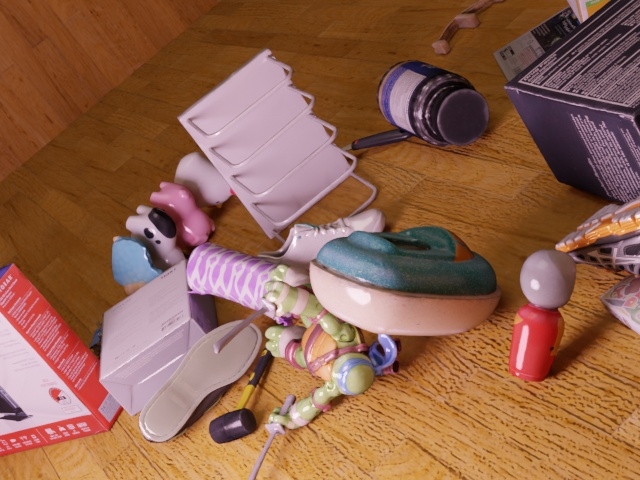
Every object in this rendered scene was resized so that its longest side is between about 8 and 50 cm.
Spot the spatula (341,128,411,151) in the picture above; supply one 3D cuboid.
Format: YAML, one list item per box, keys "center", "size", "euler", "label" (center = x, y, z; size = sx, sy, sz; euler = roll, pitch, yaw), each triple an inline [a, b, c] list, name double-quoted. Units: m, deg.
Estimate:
- center: [0.046, -0.159, 2.161]
  size: [0.296, 0.030, 0.084]
  euler: [-17, 32, 37]
  label: "spatula"

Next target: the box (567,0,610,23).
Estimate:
- center: [0.467, -0.437, 1.973]
  size: [0.114, 0.103, 0.203]
  euler: [-15, 28, 9]
  label: "box"

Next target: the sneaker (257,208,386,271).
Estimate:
- center: [0.000, 0.000, 1.856]
  size: [0.212, 0.094, 0.080]
  euler: [-33, 23, 9]
  label: "sneaker"

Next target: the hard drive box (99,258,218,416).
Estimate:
- center: [-0.263, 0.153, 1.942]
  size: [0.181, 0.089, 0.232]
  euler: [-33, 24, 7]
  label: "hard drive box"

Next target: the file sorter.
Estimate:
- center: [-0.064, -0.143, 1.980]
  size: [0.193, 0.278, 0.173]
  euler: [-39, 26, -6]
  label: "file sorter"

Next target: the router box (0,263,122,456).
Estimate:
- center: [-0.528, 0.208, 1.940]
  size: [0.335, 0.301, 0.082]
  euler: [-18, 29, 37]
  label: "router box"

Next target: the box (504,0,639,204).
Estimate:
- center: [0.447, -0.196, 1.493]
  size: [0.296, 0.183, 0.294]
  euler: [-38, 25, -8]
  label: "box"

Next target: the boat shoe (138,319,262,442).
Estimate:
- center: [-0.177, 0.206, 1.741]
  size: [0.228, 0.081, 0.069]
  euler: [-43, -8, -19]
  label: "boat shoe"

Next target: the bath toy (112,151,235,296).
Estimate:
- center: [-0.261, -0.030, 2.233]
  size: [0.129, 0.151, 0.348]
  euler: [16, 42, 13]
  label: "bath toy"

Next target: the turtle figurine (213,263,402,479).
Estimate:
- center: [-0.052, 0.141, 1.548]
  size: [0.274, 0.198, 0.266]
  euler: [-33, 20, -1]
  label: "turtle figurine"

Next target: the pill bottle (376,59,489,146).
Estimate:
- center: [0.188, -0.225, 1.970]
  size: [0.123, 0.123, 0.219]
  euler: [-39, 27, -6]
  label: "pill bottle"

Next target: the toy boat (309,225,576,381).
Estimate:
- center: [0.162, 0.050, 1.414]
  size: [0.318, 0.267, 0.148]
  euler: [20, 103, 42]
  label: "toy boat"

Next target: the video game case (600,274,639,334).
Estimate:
- center: [0.440, 0.036, 1.277]
  size: [0.227, 0.026, 0.206]
  euler: [-38, 24, -1]
  label: "video game case"

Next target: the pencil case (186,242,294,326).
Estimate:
- center: [-0.113, 0.066, 1.834]
  size: [0.206, 0.088, 0.086]
  euler: [18, 16, 36]
  label: "pencil case"

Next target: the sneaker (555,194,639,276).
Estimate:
- center: [0.342, 0.005, 1.344]
  size: [0.084, 0.083, 0.215]
  euler: [-39, 5, -19]
  label: "sneaker"

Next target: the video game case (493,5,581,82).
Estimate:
- center: [0.387, -0.328, 2.016]
  size: [0.173, 0.022, 0.190]
  euler: [-32, 23, 12]
  label: "video game case"

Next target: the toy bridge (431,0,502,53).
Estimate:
- center: [0.288, -0.433, 2.336]
  size: [0.188, 0.026, 0.063]
  euler: [-43, 23, -15]
  label: "toy bridge"

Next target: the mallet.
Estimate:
- center: [-0.094, 0.211, 1.679]
  size: [0.062, 0.039, 0.190]
  euler: [-20, 25, 36]
  label: "mallet"

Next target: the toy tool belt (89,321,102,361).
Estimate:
- center: [-0.390, 0.182, 2.108]
  size: [0.052, 0.051, 0.083]
  euler: [-30, 25, 16]
  label: "toy tool belt"
